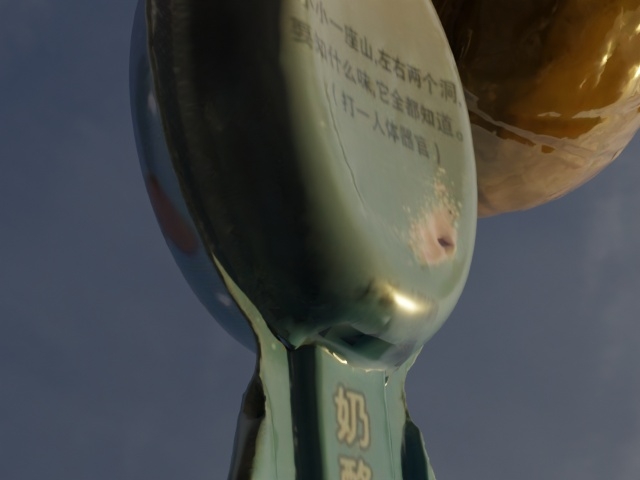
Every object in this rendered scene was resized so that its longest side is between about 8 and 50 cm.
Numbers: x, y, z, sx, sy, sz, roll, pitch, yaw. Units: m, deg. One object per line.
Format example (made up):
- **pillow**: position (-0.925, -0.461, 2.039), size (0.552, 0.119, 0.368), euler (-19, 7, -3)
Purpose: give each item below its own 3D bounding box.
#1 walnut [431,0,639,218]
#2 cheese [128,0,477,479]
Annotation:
- **walnut**: position (0.053, -0.109, 0.653), size (0.193, 0.225, 0.193), euler (-1, -59, -1)
- **cheese**: position (0.000, 0.000, 0.391), size (0.135, 0.052, 0.244), euler (22, -122, -52)
